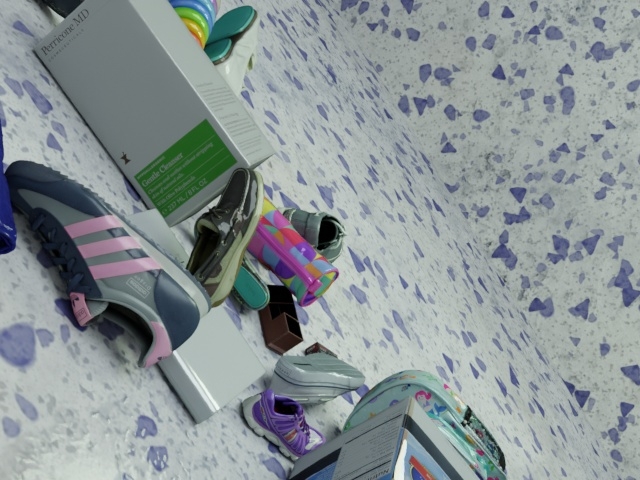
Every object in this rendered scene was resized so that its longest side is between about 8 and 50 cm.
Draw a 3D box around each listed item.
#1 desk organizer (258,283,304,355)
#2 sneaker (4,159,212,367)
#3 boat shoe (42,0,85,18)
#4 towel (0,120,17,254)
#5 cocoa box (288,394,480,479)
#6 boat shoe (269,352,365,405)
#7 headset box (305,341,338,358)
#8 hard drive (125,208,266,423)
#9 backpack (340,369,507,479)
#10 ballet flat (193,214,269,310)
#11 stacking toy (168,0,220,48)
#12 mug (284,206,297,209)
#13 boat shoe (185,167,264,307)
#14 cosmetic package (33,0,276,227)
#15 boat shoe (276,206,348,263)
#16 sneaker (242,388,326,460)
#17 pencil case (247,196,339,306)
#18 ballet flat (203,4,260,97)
[{"bbox_3d":[-0.073,0.130,1.563,0.047,0.050,0.130,37,26,-42],"label":"desk organizer"},{"bbox_3d":[-0.294,0.031,1.142,0.319,0.112,0.131,38,59,-6],"label":"sneaker"},{"bbox_3d":[-0.480,-0.472,1.528,0.254,0.095,0.079,54,18,1],"label":"boat shoe"},{"bbox_3d":[-0.470,-0.134,1.050,0.228,0.076,0.308,42,22,-51],"label":"towel"},{"bbox_3d":[0.127,0.444,1.246,0.347,0.231,0.228,52,21,-8],"label":"cocoa box"},{"bbox_3d":[-0.012,0.237,1.503,0.083,0.075,0.226,36,12,38],"label":"boat shoe"},{"bbox_3d":[0.007,0.227,1.621,0.062,0.032,0.083,39,27,-38],"label":"headset box"},{"bbox_3d":[-0.211,0.099,1.308,0.307,0.040,0.203,56,19,2],"label":"hard drive"},{"bbox_3d":[0.159,0.352,1.492,0.253,0.225,0.191,54,14,8],"label":"backpack"},{"bbox_3d":[-0.154,0.041,1.527,0.188,0.070,0.070,58,19,3],"label":"ballet flat"},{"bbox_3d":[-0.288,-0.434,1.891,0.141,0.141,0.330,41,30,-34],"label":"stacking toy"},{"bbox_3d":[-0.067,-0.036,1.862,0.062,0.078,0.064,20,14,-2],"label":"mug"},{"bbox_3d":[-0.148,-0.014,1.337,0.073,0.080,0.223,28,71,-38],"label":"boat shoe"},{"bbox_3d":[-0.268,-0.229,1.479,0.365,0.197,0.155,53,20,-3],"label":"cosmetic package"},{"bbox_3d":[0.000,0.000,1.786,0.319,0.099,0.116,25,70,-69],"label":"boat shoe"},{"bbox_3d":[-0.043,0.280,1.361,0.170,0.071,0.068,41,24,-37],"label":"sneaker"},{"bbox_3d":[-0.076,0.010,1.588,0.236,0.104,0.104,43,16,15],"label":"pencil case"},{"bbox_3d":[-0.208,-0.421,2.071,0.139,0.139,0.400,48,25,-21],"label":"ballet flat"}]
